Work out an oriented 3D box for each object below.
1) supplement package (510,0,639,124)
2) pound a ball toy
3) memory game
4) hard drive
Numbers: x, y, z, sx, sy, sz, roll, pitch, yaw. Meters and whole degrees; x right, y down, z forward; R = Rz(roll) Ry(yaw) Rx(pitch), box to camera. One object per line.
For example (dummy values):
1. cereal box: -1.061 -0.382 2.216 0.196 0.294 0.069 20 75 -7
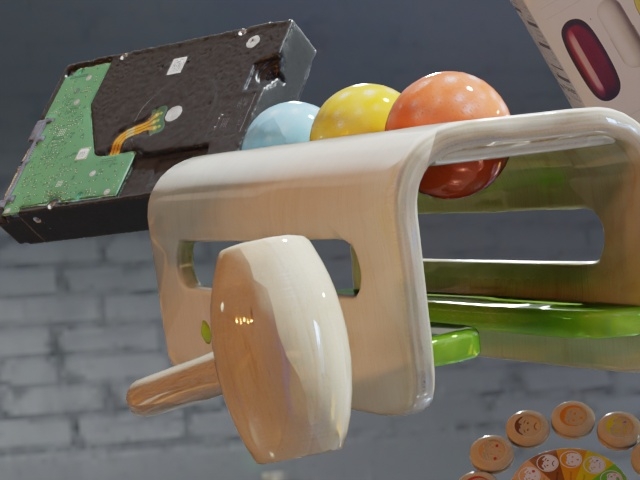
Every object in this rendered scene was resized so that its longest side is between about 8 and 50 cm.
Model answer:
1. supplement package: 0.305 -0.205 1.304 0.262 0.145 0.204 -30 8 8
2. pound a ball toy: 0.000 0.000 0.697 0.208 0.135 0.319 -7 2 -25
3. memory game: 0.199 0.200 1.273 0.186 0.186 0.012 -8 -46 4
4. hard drive: -0.184 -0.114 1.757 0.339 0.236 0.064 -6 -41 34
